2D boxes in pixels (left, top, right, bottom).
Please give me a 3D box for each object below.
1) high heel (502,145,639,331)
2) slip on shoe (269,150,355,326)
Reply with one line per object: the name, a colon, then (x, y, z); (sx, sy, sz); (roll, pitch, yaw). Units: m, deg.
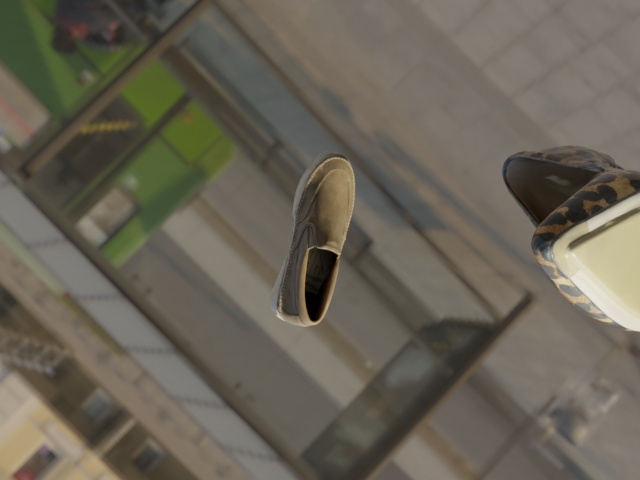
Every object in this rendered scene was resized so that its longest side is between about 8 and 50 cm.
high heel: (0.142, -0.015, 1.012); (0.186, 0.093, 0.261); (21, -167, 34)
slip on shoe: (0.000, 0.000, 1.245); (0.051, 0.135, 0.041); (20, 179, -34)
